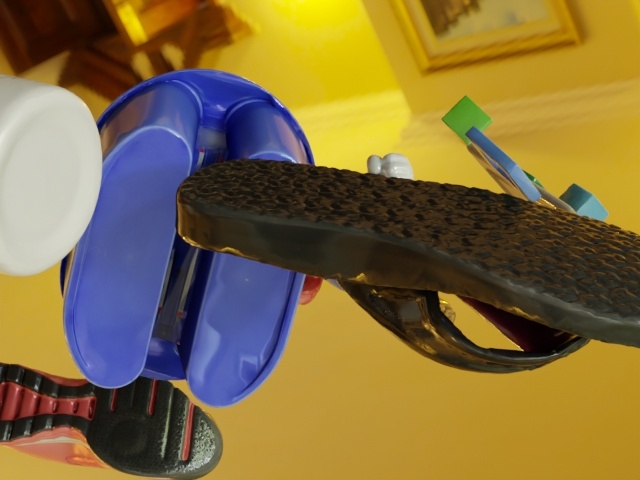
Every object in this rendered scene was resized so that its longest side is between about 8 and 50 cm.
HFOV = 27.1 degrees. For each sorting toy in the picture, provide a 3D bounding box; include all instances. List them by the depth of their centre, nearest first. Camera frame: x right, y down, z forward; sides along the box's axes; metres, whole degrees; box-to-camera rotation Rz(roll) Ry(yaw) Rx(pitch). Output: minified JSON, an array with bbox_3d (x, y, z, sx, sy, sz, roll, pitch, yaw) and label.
[{"bbox_3d":[0.235,-0.015,1.227,0.047,0.348,0.196,-44,-144,3],"label":"sorting toy"}]

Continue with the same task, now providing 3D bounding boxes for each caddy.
[{"bbox_3d":[-0.132,0.001,1.337,0.241,0.341,0.179,12,-162,-12],"label":"caddy"}]

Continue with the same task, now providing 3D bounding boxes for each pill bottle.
[{"bbox_3d":[-0.280,-0.061,0.925,0.229,0.131,0.131,14,-144,25],"label":"pill bottle"}]

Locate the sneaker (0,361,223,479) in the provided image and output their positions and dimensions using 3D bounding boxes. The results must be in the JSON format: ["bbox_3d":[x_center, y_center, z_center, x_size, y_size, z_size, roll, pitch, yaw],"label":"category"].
[{"bbox_3d":[-0.256,0.208,1.532,0.314,0.116,0.136,10,163,10],"label":"sneaker"}]

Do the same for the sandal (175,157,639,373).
[{"bbox_3d":[0.089,0.026,1.055,0.446,0.107,0.167,14,-153,29],"label":"sandal"}]

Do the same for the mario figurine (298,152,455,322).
[{"bbox_3d":[0.000,0.000,1.467,0.321,0.170,0.198,21,-133,27],"label":"mario figurine"}]
